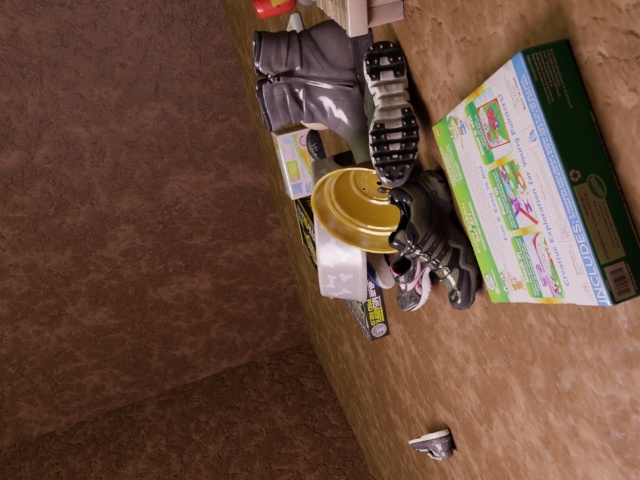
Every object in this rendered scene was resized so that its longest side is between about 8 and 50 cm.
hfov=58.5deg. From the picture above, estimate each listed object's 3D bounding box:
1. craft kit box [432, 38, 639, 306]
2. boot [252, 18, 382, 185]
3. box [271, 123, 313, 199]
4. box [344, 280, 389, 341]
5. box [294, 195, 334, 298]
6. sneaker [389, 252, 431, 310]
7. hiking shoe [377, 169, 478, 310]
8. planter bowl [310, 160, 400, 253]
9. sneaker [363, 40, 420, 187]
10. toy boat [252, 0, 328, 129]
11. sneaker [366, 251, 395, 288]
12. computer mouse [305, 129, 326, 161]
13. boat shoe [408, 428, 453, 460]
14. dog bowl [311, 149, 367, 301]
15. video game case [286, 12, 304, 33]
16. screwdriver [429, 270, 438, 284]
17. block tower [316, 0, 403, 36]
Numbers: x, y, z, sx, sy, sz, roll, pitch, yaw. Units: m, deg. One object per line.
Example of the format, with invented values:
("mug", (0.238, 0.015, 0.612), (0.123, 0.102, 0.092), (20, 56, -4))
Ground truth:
("craft kit box", (0.224, -0.052, 0.634), (0.247, 0.061, 0.249), (153, 99, -78))
("boot", (-0.002, -0.234, 1.064), (0.118, 0.223, 0.337), (-134, 27, -68))
("box", (-0.066, -0.244, 1.748), (0.103, 0.114, 0.203), (-127, 21, -67))
("box", (0.105, 0.123, 1.624), (0.270, 0.060, 0.216), (-125, 20, -60))
("box", (0.000, 0.000, 1.946), (0.322, 0.080, 0.257), (-119, 16, -49))
("sneaker", (0.156, 0.058, 1.031), (0.072, 0.077, 0.178), (-125, 32, -44))
("hiking shoe", (0.164, 0.009, 0.897), (0.086, 0.114, 0.226), (124, 127, -79))
("planter bowl", (0.099, -0.079, 1.046), (0.217, 0.217, 0.090), (83, -157, -49))
("sneaker", (0.111, -0.189, 0.912), (0.106, 0.078, 0.234), (71, -166, -76))
("toy boat", (-0.024, -0.396, 1.222), (0.267, 0.148, 0.318), (-113, 2, -56))
("sneaker", (0.124, 0.042, 1.361), (0.152, 0.058, 0.085), (66, 163, -5))
("computer mouse", (0.001, -0.203, 1.665), (0.071, 0.041, 0.241), (-158, 50, -77))
("boat shoe", (0.264, 0.494, 1.362), (0.206, 0.075, 0.064), (105, 150, -65))
("dog bowl", (0.040, -0.030, 1.294), (0.349, 0.102, 0.348), (-4, -90, -90))
("video game case", (-0.051, -0.462, 1.527), (0.227, 0.026, 0.206), (173, 80, -81))
("screwdriver", (0.179, 0.008, 1.082), (0.024, 0.025, 0.169), (90, 157, -62))
("block tower", (0.029, -0.435, 0.924), (0.335, 0.097, 0.090), (-116, 12, -48))
